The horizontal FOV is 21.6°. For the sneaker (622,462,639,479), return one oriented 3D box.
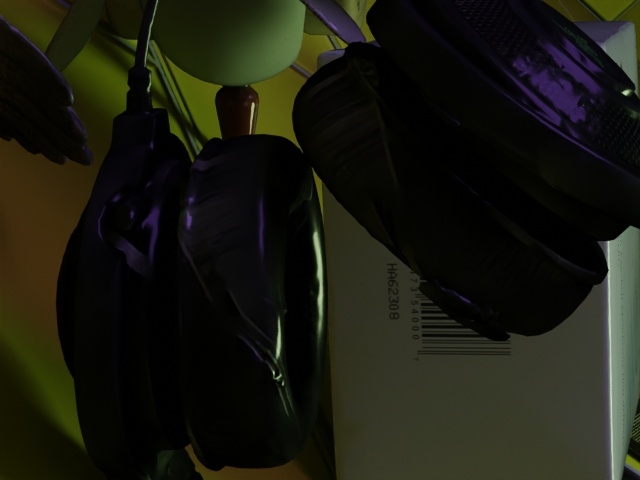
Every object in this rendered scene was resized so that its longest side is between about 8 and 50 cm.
[{"bbox_3d":[0.184,0.234,0.883,0.290,0.106,0.123,51,-15,32],"label":"sneaker"}]

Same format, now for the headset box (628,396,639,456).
[{"bbox_3d":[0.237,0.039,1.335,0.283,0.131,0.246,36,20,-33],"label":"headset box"}]

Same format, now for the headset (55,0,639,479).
[{"bbox_3d":[0.000,0.000,0.581,0.394,0.243,0.185,60,15,-8],"label":"headset"}]

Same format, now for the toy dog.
[{"bbox_3d":[-0.070,-0.129,0.931,0.334,0.220,0.160,1,87,-62],"label":"toy dog"}]

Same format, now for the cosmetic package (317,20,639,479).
[{"bbox_3d":[0.094,0.004,0.871,0.225,0.138,0.224,-39,128,-74],"label":"cosmetic package"}]

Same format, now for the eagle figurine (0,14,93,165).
[{"bbox_3d":[-0.219,-0.152,0.633,0.226,0.225,0.298,-15,93,-27],"label":"eagle figurine"}]
